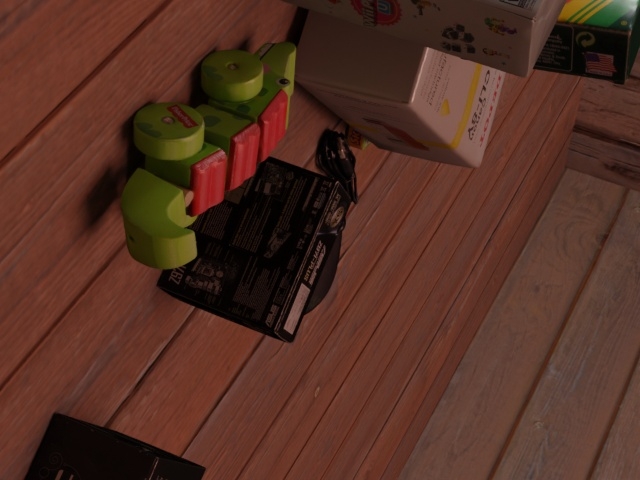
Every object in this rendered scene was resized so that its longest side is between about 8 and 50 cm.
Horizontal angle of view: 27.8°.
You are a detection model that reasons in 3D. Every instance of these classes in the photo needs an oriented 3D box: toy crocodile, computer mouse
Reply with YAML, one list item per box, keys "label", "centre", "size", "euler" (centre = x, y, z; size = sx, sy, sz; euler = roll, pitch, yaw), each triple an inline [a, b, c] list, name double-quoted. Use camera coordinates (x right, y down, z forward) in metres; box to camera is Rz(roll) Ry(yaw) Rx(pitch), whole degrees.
- label: "toy crocodile"
  centre: [-0.100, -0.096, 1.282]
  size: [0.340, 0.105, 0.115]
  euler: [-51, 155, -49]
- label: "computer mouse"
  centre: [0.000, 0.000, 1.776]
  size: [0.188, 0.072, 0.272]
  euler: [73, 40, -66]

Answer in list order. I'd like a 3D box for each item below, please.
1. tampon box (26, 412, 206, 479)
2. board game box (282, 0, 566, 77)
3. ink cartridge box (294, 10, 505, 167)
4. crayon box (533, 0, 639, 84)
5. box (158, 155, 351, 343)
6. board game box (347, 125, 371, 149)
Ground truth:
- label: "tampon box"
  centre: [-0.209, 0.252, 1.318]
  size: [0.161, 0.120, 0.101]
  euler: [49, 62, -71]
- label: "board game box"
  centre: [0.120, -0.323, 1.362]
  size: [0.224, 0.303, 0.097]
  euler: [-61, 161, -26]
- label: "ink cartridge box"
  centre: [0.130, -0.271, 1.647]
  size: [0.384, 0.160, 0.279]
  euler: [24, 81, -70]
- label: "crayon box"
  centre: [0.306, -0.332, 1.551]
  size: [0.081, 0.202, 0.319]
  euler: [81, 28, -46]
- label: "box"
  centre: [-0.070, 0.002, 1.421]
  size: [0.077, 0.147, 0.180]
  euler: [48, 63, -72]
- label: "board game box"
  centre: [0.110, -0.236, 1.910]
  size: [0.259, 0.039, 0.124]
  euler: [-41, 146, -53]
